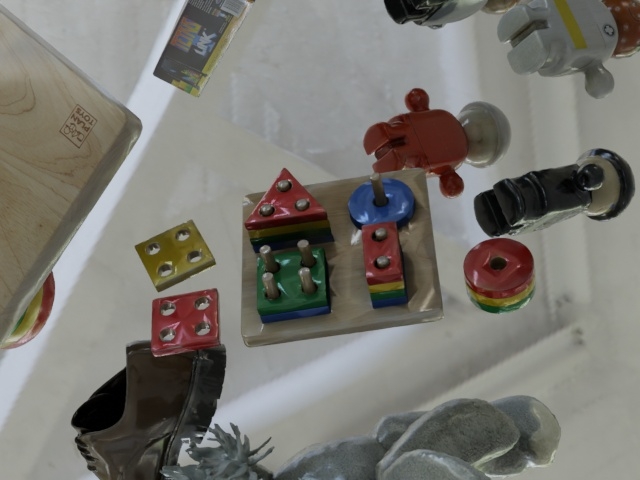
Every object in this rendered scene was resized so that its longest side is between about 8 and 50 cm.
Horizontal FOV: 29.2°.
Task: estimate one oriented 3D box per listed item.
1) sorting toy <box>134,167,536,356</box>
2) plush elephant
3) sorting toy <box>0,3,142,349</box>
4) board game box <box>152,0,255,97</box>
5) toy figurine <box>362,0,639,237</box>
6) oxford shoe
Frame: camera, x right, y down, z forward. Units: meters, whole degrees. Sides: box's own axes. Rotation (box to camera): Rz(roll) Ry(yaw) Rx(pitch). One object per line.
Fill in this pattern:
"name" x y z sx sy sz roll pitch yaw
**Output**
"sorting toy" 0.000 0.000 0.829 0.275 0.132 0.046 -9 -43 7
"plush elephant" 0.066 0.259 0.886 0.330 0.255 0.271 21 -71 -38
"sorting toy" -0.273 -0.048 0.942 0.255 0.257 0.089 -55 -25 9
"board game box" -0.072 -0.215 0.994 0.048 0.170 0.141 25 -117 -11
"toy figurine" 0.153 -0.120 0.983 0.148 0.213 0.209 -12 -62 -36
"oxford shoe" -0.150 0.155 0.953 0.096 0.082 0.227 13 -56 -16
